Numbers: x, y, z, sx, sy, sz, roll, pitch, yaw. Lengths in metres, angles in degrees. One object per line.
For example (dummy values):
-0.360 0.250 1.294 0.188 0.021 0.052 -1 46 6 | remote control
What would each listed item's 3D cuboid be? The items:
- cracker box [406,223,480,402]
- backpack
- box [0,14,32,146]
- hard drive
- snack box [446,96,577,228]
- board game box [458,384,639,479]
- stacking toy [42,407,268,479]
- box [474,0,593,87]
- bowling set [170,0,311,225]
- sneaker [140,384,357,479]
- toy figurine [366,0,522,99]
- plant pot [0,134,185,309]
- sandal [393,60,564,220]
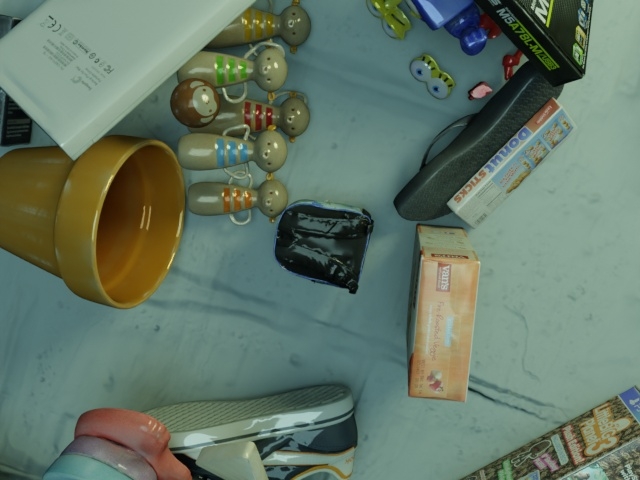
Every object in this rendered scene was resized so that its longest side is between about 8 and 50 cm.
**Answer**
0.137 0.075 1.038 0.067 0.232 0.155 5 100 3 | cracker box
0.000 0.000 1.111 0.114 0.084 0.105 12 100 -3 | backpack
-0.444 -0.207 1.107 0.156 0.093 0.158 9 99 3 | box
-0.221 -0.250 1.009 0.307 0.040 0.203 -44 58 -10 | hard drive
0.235 -0.091 1.089 0.178 0.064 0.022 -46 53 10 | snack box
0.340 0.365 1.119 0.291 0.141 0.232 -30 96 9 | board game box
-0.171 0.345 1.059 0.280 0.130 0.309 1 135 28 | stacking toy
0.234 -0.295 0.970 0.045 0.190 0.184 -12 143 41 | box
-0.087 -0.142 1.041 0.154 0.200 0.286 0 104 -2 | bowling set
-0.110 0.273 1.147 0.321 0.126 0.127 -7 100 8 | sneaker
0.123 -0.328 0.979 0.191 0.217 0.362 -34 96 9 | toy figurine
-0.295 -0.036 1.083 0.188 0.205 0.205 12 101 18 | plant pot
0.188 -0.120 1.086 0.254 0.097 0.054 -45 53 9 | sandal
